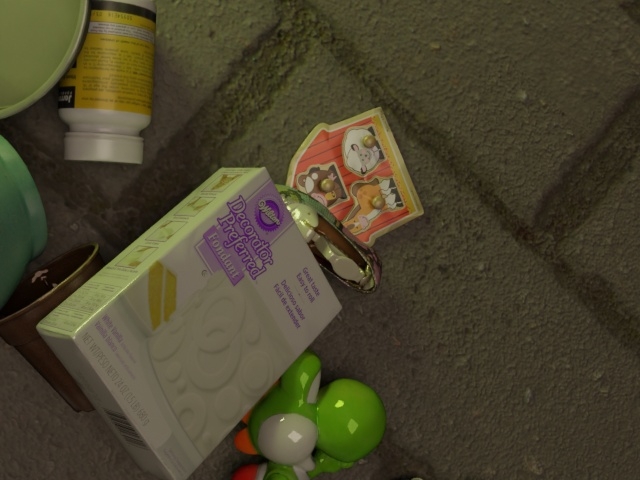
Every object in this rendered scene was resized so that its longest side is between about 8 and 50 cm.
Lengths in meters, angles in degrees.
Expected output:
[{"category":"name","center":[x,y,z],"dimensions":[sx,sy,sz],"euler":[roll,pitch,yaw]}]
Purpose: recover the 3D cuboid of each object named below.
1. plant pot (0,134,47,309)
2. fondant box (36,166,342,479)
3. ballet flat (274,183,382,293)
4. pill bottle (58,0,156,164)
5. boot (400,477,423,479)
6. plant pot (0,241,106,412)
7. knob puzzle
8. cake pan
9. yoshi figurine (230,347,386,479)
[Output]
[{"category":"plant pot","center":[-0.446,-0.021,1.025],"dimensions":[0.196,0.293,0.293],"euler":[-31,102,-38]},{"category":"fondant box","center":[-0.147,0.095,1.102],"dimensions":[0.330,0.096,0.238],"euler":[-46,120,-32]},{"category":"ballet flat","center":[0.000,0.000,1.218],"dimensions":[0.221,0.079,0.077],"euler":[37,103,-16]},{"category":"pill bottle","center":[-0.271,-0.203,1.123],"dimensions":[0.119,0.119,0.209],"euler":[2,92,-15]},{"category":"boot","center":[0.162,0.384,1.301],"dimensions":[0.190,0.069,0.086],"euler":[-23,102,-11]},{"category":"plant pot","center":[-0.305,0.116,1.120],"dimensions":[0.167,0.167,0.165],"euler":[-36,109,-11]},{"category":"knob puzzle","center":[0.036,-0.077,1.261],"dimensions":[0.213,0.030,0.213],"euler":[-1,94,-15]},{"category":"cake pan","center":[-0.401,-0.285,1.060],"dimensions":[0.293,0.054,0.293],"euler":[0,92,13]},{"category":"yoshi figurine","center":[-0.009,0.332,1.195],"dimensions":[0.203,0.203,0.362],"euler":[8,93,-40]}]
